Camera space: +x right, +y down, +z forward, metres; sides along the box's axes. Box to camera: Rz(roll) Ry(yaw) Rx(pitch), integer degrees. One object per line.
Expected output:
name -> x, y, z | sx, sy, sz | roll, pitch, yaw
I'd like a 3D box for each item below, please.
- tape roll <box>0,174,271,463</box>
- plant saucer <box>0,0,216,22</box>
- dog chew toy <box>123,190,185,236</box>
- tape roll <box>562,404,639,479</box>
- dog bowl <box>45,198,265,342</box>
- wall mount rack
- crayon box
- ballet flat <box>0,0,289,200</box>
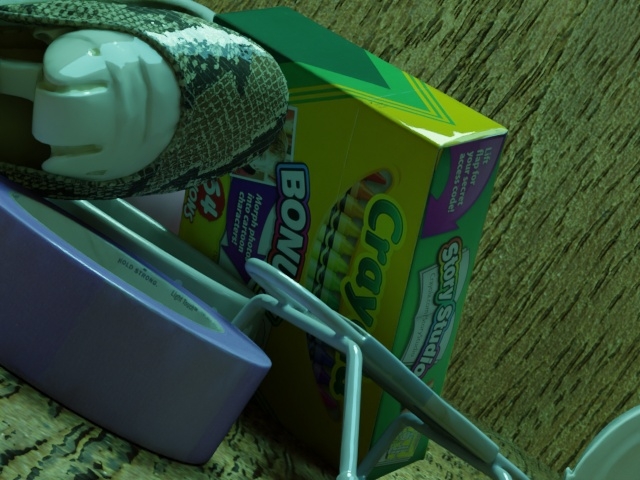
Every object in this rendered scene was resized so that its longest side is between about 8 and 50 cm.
tape roll -> -0.173, 0.052, 1.239 | 0.274, 0.090, 0.275 | 34, 0, 0
plant saucer -> -0.296, -0.182, 1.722 | 0.400, 0.101, 0.400 | 3, 21, -1
dog chew toy -> -0.189, -0.032, 1.919 | 0.206, 0.207, 0.332 | 34, -7, 37
tape roll -> 0.363, 0.284, 1.584 | 0.286, 0.286, 0.100 | 34, 2, 8
dog bowl -> -0.202, 0.018, 1.541 | 0.348, 0.102, 0.349 | 33, 0, 0
wall mount rack -> 0.053, 0.170, 1.358 | 0.350, 0.130, 0.304 | 41, -6, -29
crayon box -> 0.000, 0.000, 1.629 | 0.106, 0.363, 0.313 | -14, 36, -40
ballet flat -> -0.267, -0.115, 1.318 | 0.482, 0.164, 0.182 | 7, 9, -1
